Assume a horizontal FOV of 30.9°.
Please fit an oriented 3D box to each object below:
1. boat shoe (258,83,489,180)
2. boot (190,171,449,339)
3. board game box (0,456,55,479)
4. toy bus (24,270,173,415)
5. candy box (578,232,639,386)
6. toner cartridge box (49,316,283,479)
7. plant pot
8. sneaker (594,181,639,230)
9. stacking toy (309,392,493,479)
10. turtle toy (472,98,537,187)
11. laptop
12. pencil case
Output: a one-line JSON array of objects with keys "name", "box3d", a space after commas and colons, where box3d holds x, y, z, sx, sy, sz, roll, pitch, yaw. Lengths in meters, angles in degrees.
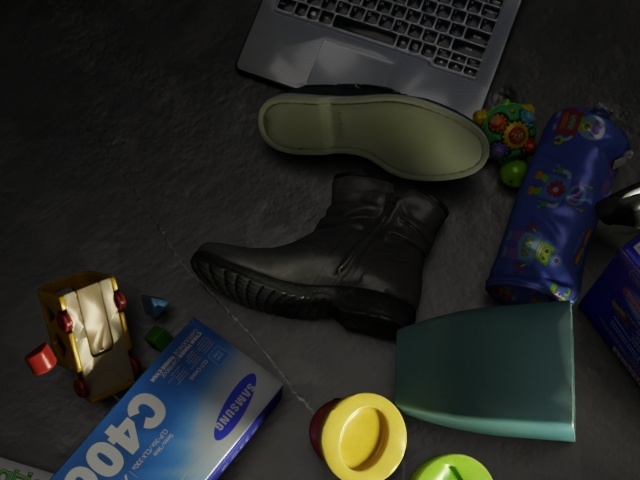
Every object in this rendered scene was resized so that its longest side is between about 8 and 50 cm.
[{"name": "boat shoe", "box3d": [0.086, -0.169, 1.688, 0.340, 0.113, 0.127, 5, 116, 19]}, {"name": "boot", "box3d": [0.000, 0.000, 1.669, 0.338, 0.118, 0.222, 15, 69, 0]}, {"name": "board game box", "box3d": [-0.424, 0.406, 1.592, 0.305, 0.053, 0.192, 15, 75, 7]}, {"name": "toy bus", "box3d": [-0.328, 0.143, 1.633, 0.104, 0.191, 0.202, 9, 70, 50]}, {"name": "candy box", "box3d": [0.476, 0.122, 1.484, 0.122, 0.317, 0.268, -34, 76, -8]}, {"name": "toner cartridge box", "box3d": [-0.219, 0.286, 1.566, 0.165, 0.075, 0.348, 35, 66, 11]}, {"name": "plant pot", "box3d": [0.223, 0.180, 1.566, 0.234, 0.165, 0.165, -2, 74, 12]}, {"name": "sneaker", "box3d": [0.510, -0.028, 1.592, 0.283, 0.107, 0.124, -8, 80, -28]}, {"name": "stacking toy", "box3d": [0.071, 0.380, 1.570, 0.280, 0.130, 0.308, 25, 79, -17]}, {"name": "turtle toy", "box3d": [0.278, -0.142, 1.691, 0.095, 0.066, 0.130, -9, 104, -10]}, {"name": "laptop", "box3d": [0.105, -0.406, 1.684, 0.382, 0.236, 0.407, 20, 81, 9]}, {"name": "pencil case", "box3d": [0.342, -0.041, 1.639, 0.133, 0.119, 0.306, 16, 76, 30]}]
